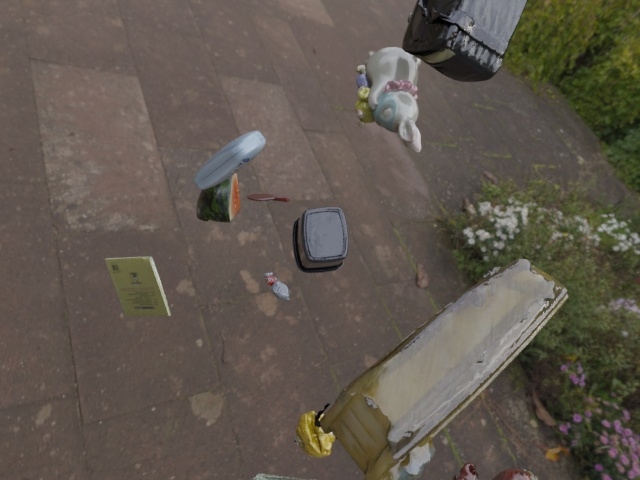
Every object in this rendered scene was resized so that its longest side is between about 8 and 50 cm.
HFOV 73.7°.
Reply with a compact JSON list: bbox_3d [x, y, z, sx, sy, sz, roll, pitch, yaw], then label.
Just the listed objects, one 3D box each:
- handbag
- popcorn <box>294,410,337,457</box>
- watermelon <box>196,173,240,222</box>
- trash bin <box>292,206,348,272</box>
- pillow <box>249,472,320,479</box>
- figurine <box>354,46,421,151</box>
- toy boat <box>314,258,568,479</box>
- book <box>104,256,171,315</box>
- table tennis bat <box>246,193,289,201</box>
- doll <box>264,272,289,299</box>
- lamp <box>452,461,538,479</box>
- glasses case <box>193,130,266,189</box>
[{"bbox_3d":[0.272,-0.450,0.814,0.181,0.255,0.181,14,15,-30],"label":"handbag"},{"bbox_3d":[-0.017,0.689,1.523,0.152,0.167,0.148,-19,30,-26],"label":"popcorn"},{"bbox_3d":[-0.321,-0.124,1.290,0.145,0.137,0.193,-1,63,6],"label":"watermelon"},{"bbox_3d":[0.000,0.000,1.441,0.182,0.290,0.210,-3,82,-7],"label":"trash bin"},{"bbox_3d":[-0.008,0.449,0.636,0.302,0.075,0.185,25,83,-31],"label":"pillow"},{"bbox_3d":[0.153,-0.306,0.966,0.155,0.127,0.236,-3,72,12],"label":"figurine"},{"bbox_3d":[0.205,0.171,0.616,0.445,0.162,0.136,-33,53,-21],"label":"toy boat"},{"bbox_3d":[-0.535,0.137,1.250,0.013,0.167,0.193,-51,134,-62],"label":"book"},{"bbox_3d":[-0.187,-0.153,1.518,0.154,0.019,0.098,6,18,15],"label":"table tennis bat"},{"bbox_3d":[-0.203,0.219,2.026,0.180,0.079,0.094,48,23,23],"label":"doll"},{"bbox_3d":[0.478,0.666,1.094,0.215,0.223,0.151,56,12,4],"label":"lamp"},{"bbox_3d":[-0.156,-0.132,0.718,0.045,0.178,0.067,54,49,-13],"label":"glasses case"}]
